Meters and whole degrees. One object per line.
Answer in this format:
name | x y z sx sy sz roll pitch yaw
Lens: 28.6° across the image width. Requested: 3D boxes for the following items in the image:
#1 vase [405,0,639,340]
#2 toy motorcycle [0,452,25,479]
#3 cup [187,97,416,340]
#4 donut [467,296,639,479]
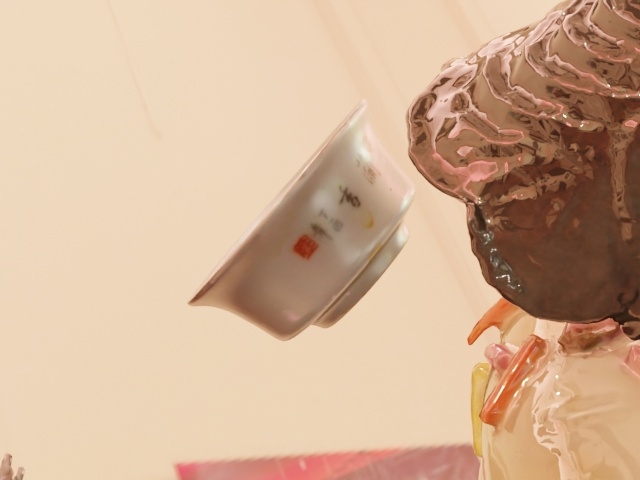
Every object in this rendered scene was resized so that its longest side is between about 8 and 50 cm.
vase | 0.133 -0.077 0.314 0.115 0.115 0.237 1 -33 -37
toy motorcycle | -0.254 0.346 0.913 0.207 0.401 0.134 -27 -56 27
cup | 0.000 0.000 1.610 0.347 0.163 0.347 -48 4 5
donut | 0.240 0.066 0.528 0.382 0.383 0.142 -25 -52 1
